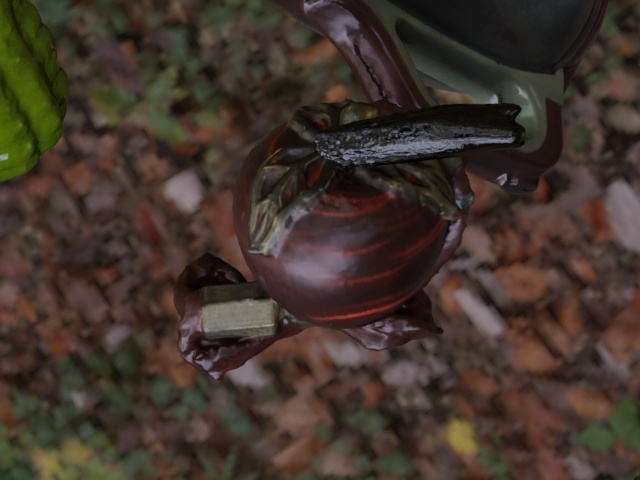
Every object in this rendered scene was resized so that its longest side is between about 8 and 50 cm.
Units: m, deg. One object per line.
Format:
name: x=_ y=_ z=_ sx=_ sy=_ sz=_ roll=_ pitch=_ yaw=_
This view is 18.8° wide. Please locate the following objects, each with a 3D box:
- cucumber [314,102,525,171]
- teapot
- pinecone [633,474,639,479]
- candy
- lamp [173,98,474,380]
cucumber: x=0.062 y=-0.067 z=1.206 sx=0.135 sy=0.034 sz=0.033 roll=-8 pitch=79 yaw=27
teapot: x=0.104 y=-0.203 z=1.579 sx=0.312 sy=0.315 sz=0.233 roll=30 pitch=141 yaw=-32
pinecone: x=0.288 y=0.260 z=1.397 sx=0.195 sy=0.150 sz=0.179 roll=16 pitch=103 yaw=45
candy: x=-0.185 y=-0.115 z=0.924 sx=0.097 sy=0.097 sz=0.209 roll=39 pitch=158 yaw=32
lamp: x=0.000 y=0.003 z=1.338 sx=0.151 sy=0.215 sz=0.223 roll=-88 pitch=-3 yaw=-68
